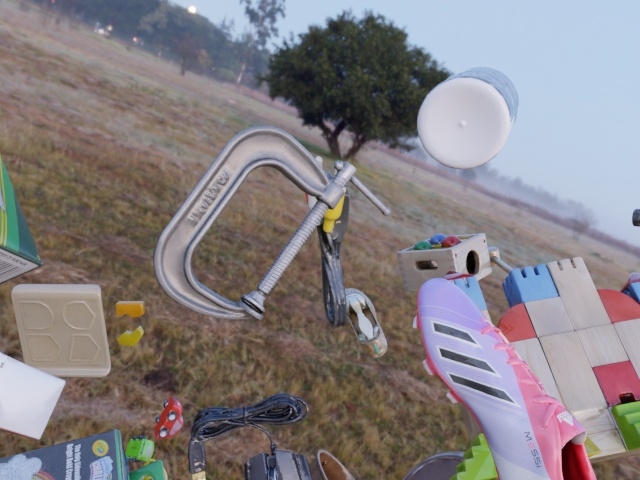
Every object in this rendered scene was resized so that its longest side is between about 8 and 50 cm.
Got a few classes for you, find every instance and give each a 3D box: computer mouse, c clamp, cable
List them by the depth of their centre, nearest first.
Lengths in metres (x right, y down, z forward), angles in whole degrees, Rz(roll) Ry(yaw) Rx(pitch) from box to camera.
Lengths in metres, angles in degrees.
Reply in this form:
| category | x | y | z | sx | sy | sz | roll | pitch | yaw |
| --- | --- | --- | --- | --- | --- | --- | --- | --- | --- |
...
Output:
| category | x | y | z | sx | sy | sz | roll | pitch | yaw |
| --- | --- | --- | --- | --- | --- | --- | --- | --- | --- |
| c clamp | -0.032 | -0.005 | 0.395 | 0.137 | 0.161 | 0.022 | 46 | -12 | -30 |
| computer mouse | -0.090 | 0.344 | 0.749 | 0.184 | 0.262 | 0.060 | -8 | 9 | 10 |
| cable | 0.000 | 0.000 | 0.905 | 0.072 | 0.287 | 0.139 | -5 | 21 | -25 |

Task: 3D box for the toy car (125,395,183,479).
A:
| category | x | y | z | sx | sy | sz | roll | pitch | yaw |
| --- | --- | --- | --- | --- | --- | --- | --- | --- | --- |
| toy car | -0.402 | 0.500 | 1.318 | 0.053 | 0.239 | 0.225 | 27 | -31 | -29 |

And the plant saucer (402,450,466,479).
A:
| category | x | y | z | sx | sy | sz | roll | pitch | yaw |
| --- | --- | --- | --- | --- | --- | --- | --- | --- | --- |
| plant saucer | 0.295 | 0.626 | 1.301 | 0.050 | 0.310 | 0.310 | 57 | -12 | -28 |

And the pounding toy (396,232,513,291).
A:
| category | x | y | z | sx | sy | sz | roll | pitch | yaw |
| --- | --- | --- | --- | --- | --- | --- | --- | --- | --- |
| pounding toy | 0.287 | 0.027 | 1.089 | 0.181 | 0.094 | 0.206 | -5 | 10 | 46 |

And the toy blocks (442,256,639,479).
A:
| category | x | y | z | sx | sy | sz | roll | pitch | yaw |
| --- | --- | --- | --- | --- | --- | --- | --- | --- | --- |
| toy blocks | 0.317 | 0.145 | 0.712 | 0.381 | 0.261 | 0.191 | -9 | -30 | -3 |

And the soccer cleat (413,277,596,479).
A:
| category | x | y | z | sx | sy | sz | roll | pitch | yaw |
| --- | --- | --- | --- | --- | --- | --- | --- | --- | --- |
| soccer cleat | 0.163 | 0.135 | 0.464 | 0.083 | 0.095 | 0.248 | -2 | 62 | -42 |

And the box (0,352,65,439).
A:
| category | x | y | z | sx | sy | sz | roll | pitch | yaw |
| --- | --- | --- | --- | --- | --- | --- | --- | --- | --- |
| box | -0.495 | 0.220 | 0.808 | 0.170 | 0.091 | 0.130 | 0 | -31 | 26 |

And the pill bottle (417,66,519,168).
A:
| category | x | y | z | sx | sy | sz | roll | pitch | yaw |
| --- | --- | --- | --- | --- | --- | --- | --- | --- | --- |
| pill bottle | 0.240 | -0.202 | 0.865 | 0.130 | 0.130 | 0.245 | 23 | 28 | 14 |

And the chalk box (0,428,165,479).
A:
| category | x | y | z | sx | sy | sz | roll | pitch | yaw |
| --- | --- | --- | --- | --- | --- | --- | --- | --- | --- |
| chalk box | -0.429 | 0.485 | 1.003 | 0.289 | 0.179 | 0.180 | -8 | 27 | -19 |

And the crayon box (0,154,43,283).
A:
| category | x | y | z | sx | sy | sz | roll | pitch | yaw |
| --- | --- | --- | --- | --- | --- | --- | --- | --- | --- |
| crayon box | -0.454 | -0.130 | 0.547 | 0.363 | 0.106 | 0.313 | 95 | -30 | -75 |

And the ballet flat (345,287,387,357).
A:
| category | x | y | z | sx | sy | sz | roll | pitch | yaw |
| --- | --- | --- | --- | --- | --- | --- | --- | --- | --- |
| ballet flat | 0.094 | 0.170 | 1.256 | 0.206 | 0.073 | 0.067 | 59 | -5 | 42 |

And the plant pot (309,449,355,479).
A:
| category | x | y | z | sx | sy | sz | roll | pitch | yaw |
| --- | --- | --- | --- | --- | --- | --- | --- | --- | --- |
| plant pot | -0.013 | 0.483 | 0.953 | 0.167 | 0.165 | 0.167 | 50 | 1 | -1 |

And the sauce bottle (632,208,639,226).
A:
| category | x | y | z | sx | sy | sz | roll | pitch | yaw |
| --- | --- | --- | --- | --- | --- | --- | --- | --- | --- |
| sauce bottle | 0.501 | -0.029 | 0.757 | 0.042 | 0.042 | 0.128 | 15 | -3 | -43 |

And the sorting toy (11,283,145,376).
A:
| category | x | y | z | sx | sy | sz | roll | pitch | yaw |
| --- | --- | --- | --- | --- | --- | --- | --- | --- | --- |
| sorting toy | -0.565 | 0.213 | 1.316 | 0.307 | 0.229 | 0.041 | 0 | 14 | 2 |
